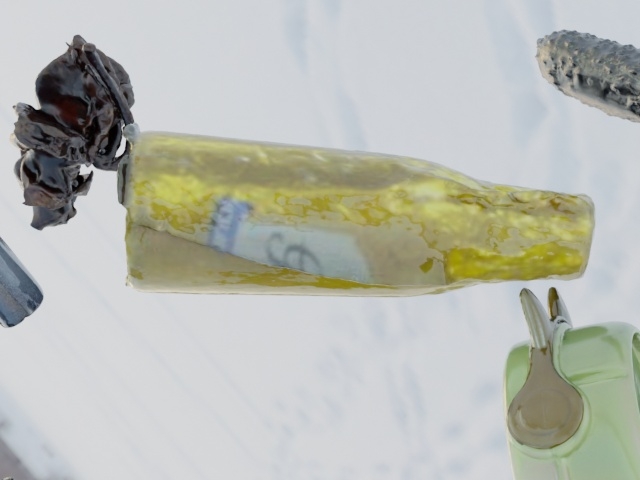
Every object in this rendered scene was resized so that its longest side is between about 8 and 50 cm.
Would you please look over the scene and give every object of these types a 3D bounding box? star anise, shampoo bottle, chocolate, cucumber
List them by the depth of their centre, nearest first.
[{"bbox_3d":[-0.325,-0.028,1.511,0.233,0.049,0.087,53,176,-18],"label":"shampoo bottle"},{"bbox_3d":[0.287,-0.143,1.617,0.300,0.072,0.072,25,154,55],"label":"cucumber"},{"bbox_3d":[0.033,-0.025,1.654,0.162,0.445,0.162,2,-90,-88],"label":"chocolate"},{"bbox_3d":[-0.257,-0.102,1.841,0.126,0.190,0.220,37,-179,0],"label":"star anise"}]

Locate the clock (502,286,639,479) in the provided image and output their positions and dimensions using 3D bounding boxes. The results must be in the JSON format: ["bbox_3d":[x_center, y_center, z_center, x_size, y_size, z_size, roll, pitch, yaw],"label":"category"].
[{"bbox_3d":[0.251,0.204,1.547,0.286,0.117,0.348,2,-106,-72],"label":"clock"}]

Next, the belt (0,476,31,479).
[{"bbox_3d":[-0.333,0.350,1.710,0.184,0.261,0.105,29,-177,18],"label":"belt"}]
